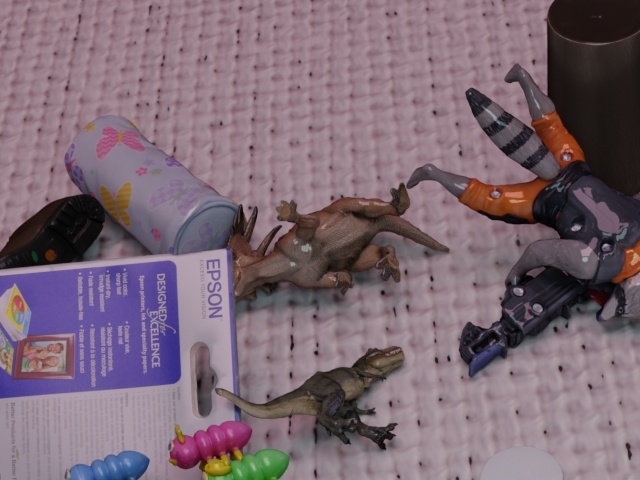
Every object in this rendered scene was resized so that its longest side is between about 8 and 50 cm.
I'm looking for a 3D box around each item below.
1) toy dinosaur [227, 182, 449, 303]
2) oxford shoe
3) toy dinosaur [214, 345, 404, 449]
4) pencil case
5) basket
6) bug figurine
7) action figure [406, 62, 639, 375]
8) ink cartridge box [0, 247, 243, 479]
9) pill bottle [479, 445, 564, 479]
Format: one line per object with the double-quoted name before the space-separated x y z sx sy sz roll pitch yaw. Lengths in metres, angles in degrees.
"toy dinosaur" 0.000 0.000 2.093 0.296 0.127 0.200 -14 4 -25
"oxford shoe" -0.377 0.031 2.182 0.227 0.083 0.096 -44 26 -25
"toy dinosaur" 0.014 0.182 1.892 0.268 0.064 0.118 -10 39 -45
"pencil case" -0.213 -0.061 2.199 0.124 0.113 0.273 -20 41 -35
"basket" 0.354 -0.196 2.125 0.154 0.227 0.204 9 47 21
"bug figurine" -0.149 0.242 1.705 0.216 0.072 0.279 -17 12 -17
"action figure" 0.259 -0.012 1.972 0.330 0.178 0.341 41 66 13
"ink cartridge box" -0.237 0.173 1.901 0.307 0.072 0.303 -5 72 3
"pill bottle" 0.206 0.290 1.686 0.108 0.180 0.108 -6 44 6
